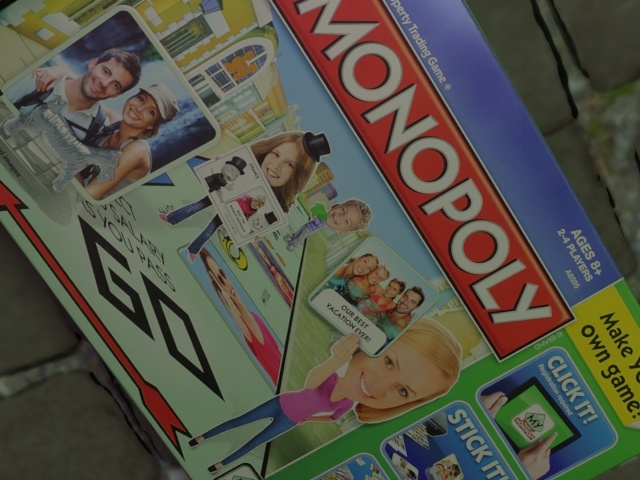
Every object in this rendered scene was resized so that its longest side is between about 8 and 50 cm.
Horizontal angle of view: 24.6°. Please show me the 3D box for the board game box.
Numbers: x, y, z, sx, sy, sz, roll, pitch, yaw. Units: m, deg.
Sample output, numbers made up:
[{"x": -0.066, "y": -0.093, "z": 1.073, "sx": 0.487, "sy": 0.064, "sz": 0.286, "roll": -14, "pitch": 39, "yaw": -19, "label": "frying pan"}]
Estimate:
[{"x": 0.000, "y": 0.000, "z": 0.640, "sx": 0.213, "sy": 0.046, "sz": 0.317, "roll": -30, "pitch": 110, "yaw": 11, "label": "board game box"}]
